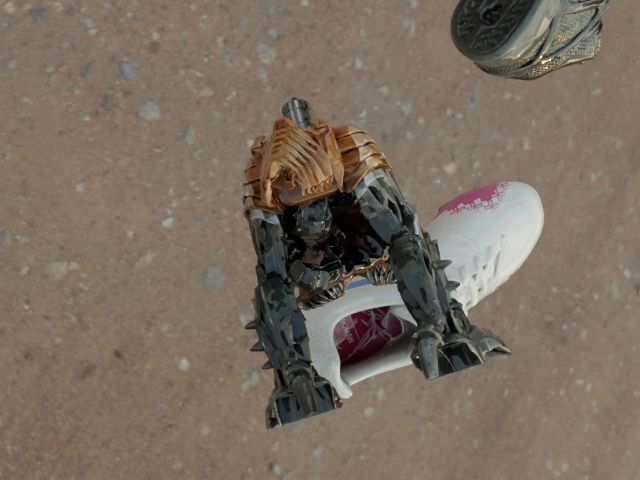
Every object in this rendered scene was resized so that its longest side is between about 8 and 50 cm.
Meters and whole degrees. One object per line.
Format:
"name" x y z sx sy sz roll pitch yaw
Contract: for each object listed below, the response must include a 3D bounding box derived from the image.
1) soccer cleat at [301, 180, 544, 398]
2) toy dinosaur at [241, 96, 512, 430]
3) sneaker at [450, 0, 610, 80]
"soccer cleat" 0.118 0.054 0.900 0.331 0.143 0.116 -32 113 -14
"toy dinosaur" 0.000 0.000 0.589 0.322 0.164 0.218 2 69 -61
"sneaker" 0.206 -0.224 0.715 0.227 0.087 0.130 -55 152 11
